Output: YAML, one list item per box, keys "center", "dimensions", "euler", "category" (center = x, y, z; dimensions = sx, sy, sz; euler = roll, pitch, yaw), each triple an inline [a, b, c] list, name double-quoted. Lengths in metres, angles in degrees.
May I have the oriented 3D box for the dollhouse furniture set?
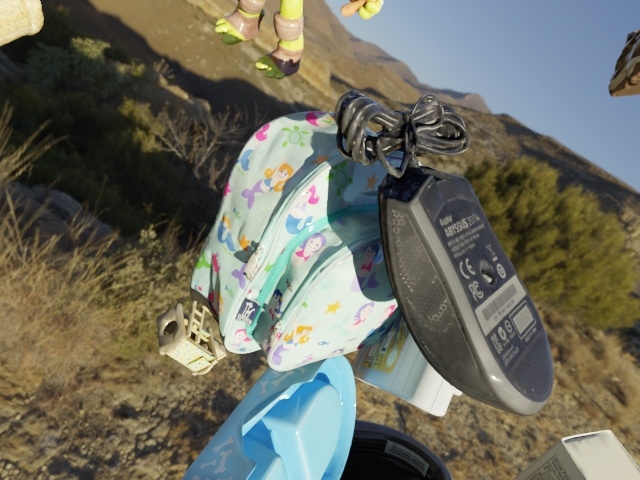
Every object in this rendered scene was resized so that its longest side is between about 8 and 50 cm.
- center: [-0.205, 0.195, 1.025]
  dimensions: [0.182, 0.161, 0.101]
  euler: [52, 10, -45]
  category: "dollhouse furniture set"

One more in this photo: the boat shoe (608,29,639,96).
- center: [0.549, -0.307, 0.853]
  dimensions: [0.095, 0.095, 0.257]
  euler: [-2, 5, 19]
  category: "boat shoe"

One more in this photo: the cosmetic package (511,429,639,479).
- center: [0.427, 0.481, 0.897]
  dimensions: [0.129, 0.296, 0.153]
  euler: [1, 44, -25]
  category: "cosmetic package"

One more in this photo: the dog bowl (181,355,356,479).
- center: [-0.050, 0.240, 0.533]
  dimensions: [0.074, 0.165, 0.297]
  euler: [4, 28, 27]
  category: "dog bowl"

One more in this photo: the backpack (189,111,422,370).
- center: [0.000, 0.000, 0.542]
  dimensions: [0.225, 0.253, 0.191]
  euler: [-3, 32, -44]
  category: "backpack"

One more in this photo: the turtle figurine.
- center: [-0.050, -0.291, 0.524]
  dimensions: [0.270, 0.217, 0.087]
  euler: [31, 57, -4]
  category: "turtle figurine"

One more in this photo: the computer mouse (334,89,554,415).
- center: [0.100, 0.013, 0.421]
  dimensions: [0.189, 0.072, 0.272]
  euler: [-13, 78, -50]
  category: "computer mouse"

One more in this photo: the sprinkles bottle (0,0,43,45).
- center: [-0.483, -0.209, 0.528]
  dimensions: [0.121, 0.121, 0.355]
  euler: [40, 58, 6]
  category: "sprinkles bottle"

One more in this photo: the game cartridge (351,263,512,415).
- center: [0.121, 0.098, 0.632]
  dimensions: [0.062, 0.198, 0.297]
  euler: [23, -13, -4]
  category: "game cartridge"

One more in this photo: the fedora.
- center: [0.064, 0.386, 0.761]
  dimensions: [0.276, 0.124, 0.244]
  euler: [8, 16, -25]
  category: "fedora"
